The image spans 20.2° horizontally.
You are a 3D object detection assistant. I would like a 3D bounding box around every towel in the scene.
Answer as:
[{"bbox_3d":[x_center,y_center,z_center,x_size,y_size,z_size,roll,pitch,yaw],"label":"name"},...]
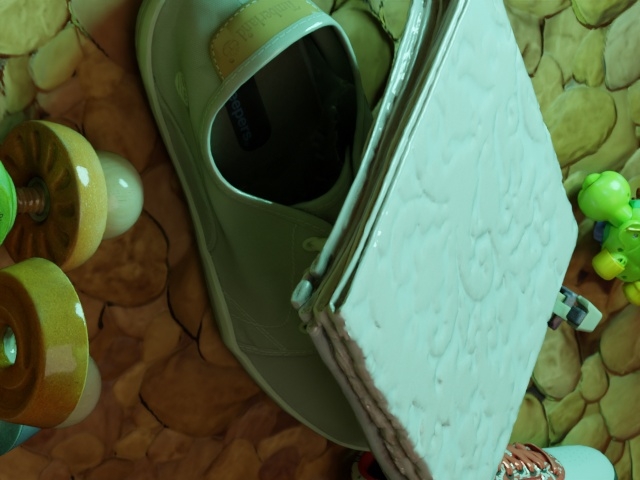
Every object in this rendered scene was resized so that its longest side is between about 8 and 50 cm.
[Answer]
[{"bbox_3d":[0.093,0.011,1.275,0.317,0.053,0.332,-67,150,-29],"label":"towel"}]

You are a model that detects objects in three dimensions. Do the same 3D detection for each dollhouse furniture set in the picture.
[{"bbox_3d":[0.154,0.075,1.469,0.081,0.091,0.114,32,94,-25],"label":"dollhouse furniture set"}]

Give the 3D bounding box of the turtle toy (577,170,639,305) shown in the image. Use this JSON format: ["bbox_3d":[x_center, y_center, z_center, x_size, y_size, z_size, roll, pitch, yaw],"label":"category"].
[{"bbox_3d":[0.266,-0.011,1.509,0.095,0.066,0.130,-40,130,16],"label":"turtle toy"}]

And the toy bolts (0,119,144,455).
[{"bbox_3d":[-0.176,0.059,1.152,0.158,0.218,0.228,-3,131,-41],"label":"toy bolts"}]

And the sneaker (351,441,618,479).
[{"bbox_3d":[0.141,0.196,1.500,0.270,0.090,0.145,-20,124,-25],"label":"sneaker"}]

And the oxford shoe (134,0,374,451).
[{"bbox_3d":[0.000,0.000,1.285,0.169,0.130,0.449,-37,129,-19],"label":"oxford shoe"}]
